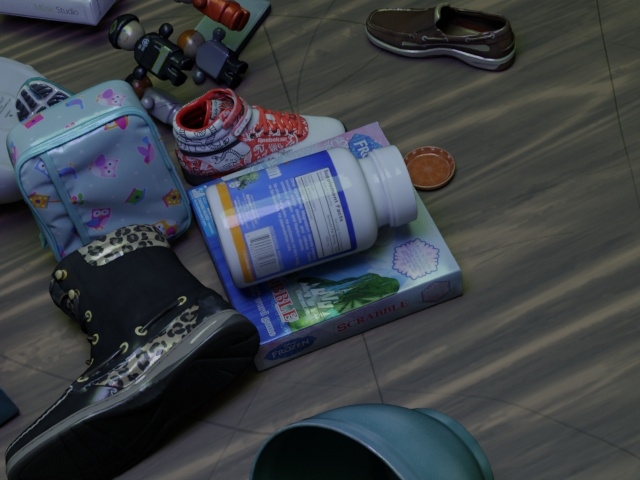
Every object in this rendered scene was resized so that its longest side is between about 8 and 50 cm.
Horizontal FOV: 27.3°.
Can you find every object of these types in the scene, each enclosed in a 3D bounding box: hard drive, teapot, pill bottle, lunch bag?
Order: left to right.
[{"bbox_3d":[-0.519,-0.155,2.065,0.256,0.187,0.252,-14,68,-35],"label":"teapot"},{"bbox_3d":[-0.322,-0.077,1.912,0.224,0.279,0.108,-27,45,-9],"label":"lunch bag"},{"bbox_3d":[-0.157,-0.371,2.268,0.094,0.022,0.135,19,58,21],"label":"hard drive"},{"bbox_3d":[-0.011,-0.042,1.829,0.272,0.152,0.152,-18,52,-5],"label":"pill bottle"}]

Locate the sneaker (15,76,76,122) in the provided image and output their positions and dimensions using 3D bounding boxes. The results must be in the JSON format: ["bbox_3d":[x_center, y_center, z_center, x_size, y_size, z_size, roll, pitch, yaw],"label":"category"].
[{"bbox_3d":[-0.354,-0.171,2.013,0.107,0.275,0.110,-36,47,22],"label":"sneaker"}]

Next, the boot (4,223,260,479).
[{"bbox_3d":[-0.301,0.154,1.819,0.377,0.138,0.284,-37,49,-6],"label":"boot"}]

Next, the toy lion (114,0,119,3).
[{"bbox_3d":[-0.405,-0.464,2.374,0.100,0.034,0.096,-2,45,7],"label":"toy lion"}]

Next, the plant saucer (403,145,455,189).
[{"bbox_3d":[0.165,-0.110,2.027,0.084,0.013,0.083,-4,52,5],"label":"plant saucer"}]

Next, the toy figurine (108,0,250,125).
[{"bbox_3d":[-0.226,-0.304,2.109,0.148,0.209,0.213,35,64,16],"label":"toy figurine"}]

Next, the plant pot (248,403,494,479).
[{"bbox_3d":[0.086,0.314,1.573,0.293,0.293,0.196,33,38,28],"label":"plant pot"}]

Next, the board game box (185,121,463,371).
[{"bbox_3d":[0.000,0.000,1.934,0.318,0.066,0.318,-21,53,-8],"label":"board game box"}]

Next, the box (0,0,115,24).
[{"bbox_3d":[-0.437,-0.504,2.358,0.232,0.058,0.322,10,44,18],"label":"box"}]

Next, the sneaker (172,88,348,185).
[{"bbox_3d":[-0.094,-0.171,2.029,0.270,0.145,0.090,-11,52,-1],"label":"sneaker"}]

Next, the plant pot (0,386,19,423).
[{"bbox_3d":[-0.572,0.225,1.793,0.234,0.165,0.166,-42,58,-13],"label":"plant pot"}]

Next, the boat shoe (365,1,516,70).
[{"bbox_3d":[0.195,-0.355,2.158,0.258,0.095,0.095,11,55,16],"label":"boat shoe"}]
